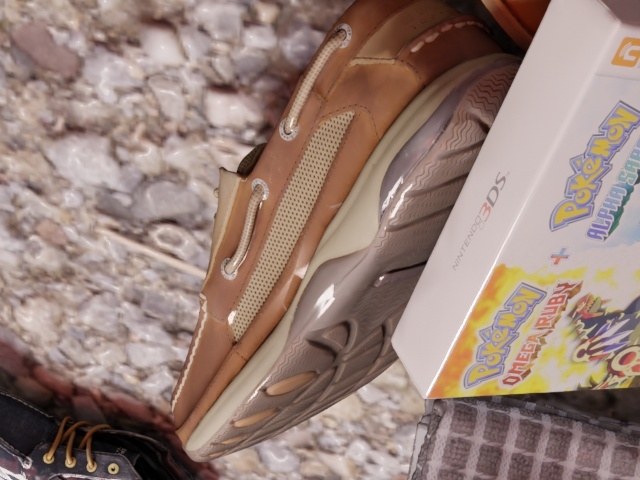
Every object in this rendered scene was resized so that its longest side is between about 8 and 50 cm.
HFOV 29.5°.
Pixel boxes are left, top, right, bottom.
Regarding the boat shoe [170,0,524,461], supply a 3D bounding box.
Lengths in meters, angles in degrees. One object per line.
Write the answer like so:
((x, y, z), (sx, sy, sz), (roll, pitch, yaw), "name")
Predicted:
((0.000, 0.000, 0.649), (0.116, 0.123, 0.324), (55, 130, 23), "boat shoe")

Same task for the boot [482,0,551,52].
((0.120, -0.182, 0.516), (0.152, 0.073, 0.197), (-17, 115, 22), "boot")

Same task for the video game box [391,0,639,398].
((0.152, -0.015, 0.556), (0.187, 0.048, 0.205), (2, 129, -26), "video game box")

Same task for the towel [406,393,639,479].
((0.138, 0.228, 0.637), (0.235, 0.121, 0.284), (11, 79, 13), "towel")

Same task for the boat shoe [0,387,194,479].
((-0.162, 0.142, 0.808), (0.183, 0.065, 0.083), (42, 122, -16), "boat shoe")
